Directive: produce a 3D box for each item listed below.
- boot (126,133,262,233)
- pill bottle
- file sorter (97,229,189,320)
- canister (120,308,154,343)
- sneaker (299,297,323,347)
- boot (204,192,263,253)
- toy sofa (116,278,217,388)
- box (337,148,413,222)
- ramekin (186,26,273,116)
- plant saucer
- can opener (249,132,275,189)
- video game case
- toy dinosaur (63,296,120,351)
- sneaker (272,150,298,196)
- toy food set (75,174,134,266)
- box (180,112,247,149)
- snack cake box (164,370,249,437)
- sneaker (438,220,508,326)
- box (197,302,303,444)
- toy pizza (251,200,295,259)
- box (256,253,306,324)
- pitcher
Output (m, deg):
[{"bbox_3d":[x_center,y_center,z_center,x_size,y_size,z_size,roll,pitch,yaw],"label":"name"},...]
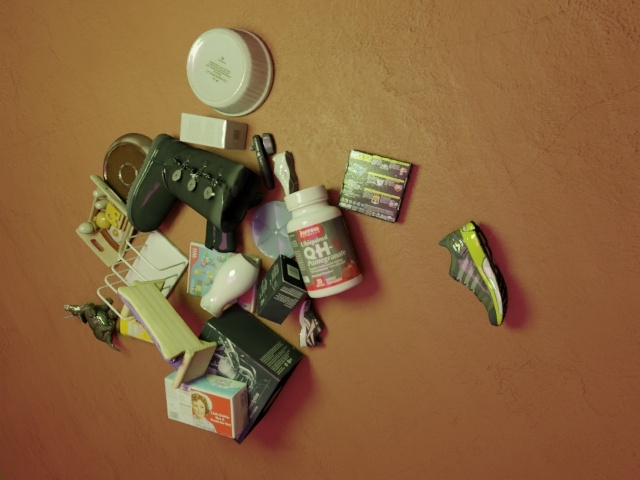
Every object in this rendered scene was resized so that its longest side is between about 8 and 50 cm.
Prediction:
[{"bbox_3d":[-0.427,-0.126,1.369,0.446,0.146,0.366,26,103,28],"label":"boot"},{"bbox_3d":[0.000,0.000,1.272,0.177,0.176,0.318,-17,93,23],"label":"pill bottle"},{"bbox_3d":[-0.664,0.129,1.554,0.193,0.173,0.277,41,111,9],"label":"file sorter"},{"bbox_3d":[-0.702,0.337,1.660,0.170,0.073,0.126,12,104,17],"label":"canister"},{"bbox_3d":[-0.027,0.276,1.402,0.077,0.072,0.178,3,109,9],"label":"sneaker"},{"bbox_3d":[-0.295,-0.062,1.417,0.247,0.094,0.206,0,96,28],"label":"boot"},{"bbox_3d":[-0.519,0.293,1.348,0.363,0.177,0.150,40,116,27],"label":"toy sofa"},{"bbox_3d":[0.160,-0.164,1.253,0.191,0.045,0.184,17,103,18],"label":"box"},{"bbox_3d":[-0.295,-0.535,1.315,0.273,0.127,0.272,4,101,20],"label":"ramekin"},{"bbox_3d":[-0.710,-0.248,1.571,0.311,0.050,0.310,3,100,20],"label":"plant saucer"},{"bbox_3d":[-0.183,-0.255,1.359,0.073,0.059,0.185,-6,97,21],"label":"can opener"},{"bbox_3d":[-0.355,0.130,1.515,0.286,0.025,0.203,13,104,19],"label":"video game case"},{"bbox_3d":[-0.912,0.342,1.737,0.313,0.121,0.160,43,123,4],"label":"toy dinosaur"},{"bbox_3d":[-0.114,-0.210,1.350,0.061,0.054,0.152,-9,90,31],"label":"sneaker"},{"bbox_3d":[-0.836,-0.070,1.599,0.220,0.092,0.306,44,126,9],"label":"toy food set"},{"bbox_3d":[-0.348,-0.355,1.366,0.171,0.130,0.090,14,105,19],"label":"box"},{"bbox_3d":[-0.370,0.521,1.356,0.265,0.089,0.152,6,104,22],"label":"snack cake box"},{"bbox_3d":[0.435,0.100,1.174,0.121,0.111,0.299,-23,86,33],"label":"sneaker"},{"bbox_3d":[-0.290,0.459,1.455,0.313,0.179,0.343,35,114,13],"label":"box"},{"bbox_3d":[-0.140,-0.033,1.398,0.202,0.032,0.201,4,102,20],"label":"toy pizza"},{"bbox_3d":[-0.130,0.157,1.352,0.093,0.156,0.158,29,113,-23],"label":"box"},{"bbox_3d":[-0.310,0.138,1.423,0.125,0.178,0.207,40,92,-23],"label":"pitcher"}]
